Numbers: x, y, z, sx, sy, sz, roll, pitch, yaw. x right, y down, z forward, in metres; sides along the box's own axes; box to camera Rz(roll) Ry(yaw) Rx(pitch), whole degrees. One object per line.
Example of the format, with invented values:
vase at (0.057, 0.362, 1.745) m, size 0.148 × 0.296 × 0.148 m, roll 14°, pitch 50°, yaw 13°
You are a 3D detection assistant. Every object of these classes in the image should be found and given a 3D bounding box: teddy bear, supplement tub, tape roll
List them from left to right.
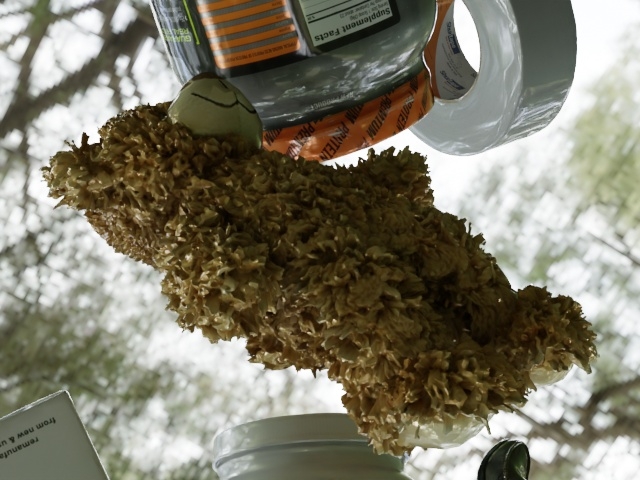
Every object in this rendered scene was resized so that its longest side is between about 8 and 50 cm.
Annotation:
supplement tub at (-0.036, -0.220, 0.997) m, size 0.193 × 0.316 × 0.193 m, roll -15°, pitch -161°, yaw 5°
supplement tub at (-0.001, 0.294, 1.206) m, size 0.191 × 0.191 × 0.272 m, roll 14°, pitch -116°, yaw -39°
teddy bear at (0.000, 0.000, 0.836) m, size 0.245 × 0.113 × 0.338 m, roll -13°, pitch -141°, yaw -31°
tape roll at (0.135, -0.191, 1.355) m, size 0.072 × 0.219 × 0.219 m, roll -19°, pitch -133°, yaw -32°

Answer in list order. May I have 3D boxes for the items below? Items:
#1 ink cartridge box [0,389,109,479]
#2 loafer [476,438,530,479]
ink cartridge box at (-0.171, 0.254, 0.996) m, size 0.278 × 0.117 × 0.201 m, roll 65°, pitch 165°, yaw 2°
loafer at (0.179, 0.245, 1.372) m, size 0.062 × 0.061 × 0.170 m, roll 58°, pitch -148°, yaw -22°
